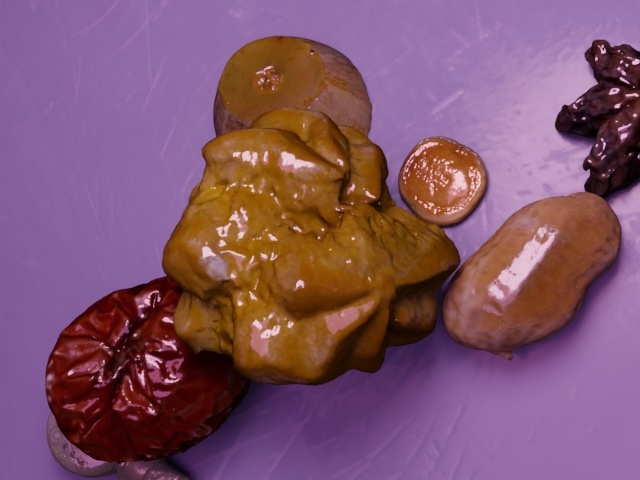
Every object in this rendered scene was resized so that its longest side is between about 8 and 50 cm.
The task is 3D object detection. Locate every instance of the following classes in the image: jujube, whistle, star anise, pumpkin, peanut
[{"bbox_3d":[-0.197,0.158,1.098,0.232,0.213,0.212,-24,75,12],"label":"jujube"},{"bbox_3d":[-0.257,0.273,1.192,0.258,0.067,0.126,32,83,17],"label":"whistle"},{"bbox_3d":[0.372,-0.139,0.975,0.223,0.109,0.235,-22,74,13],"label":"star anise"},{"bbox_3d":[-0.053,-0.165,1.147,0.218,0.110,0.217,-6,76,22],"label":"pumpkin"},{"bbox_3d":[0.232,0.038,0.996,0.224,0.129,0.129,-48,70,9],"label":"peanut"}]

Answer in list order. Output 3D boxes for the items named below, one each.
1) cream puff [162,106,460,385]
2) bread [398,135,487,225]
[{"bbox_3d":[0.003,-0.007,0.976,0.270,0.323,0.274,1,101,30],"label":"cream puff"},{"bbox_3d":[0.146,-0.072,1.095,0.110,0.024,0.110,-3,82,22],"label":"bread"}]
